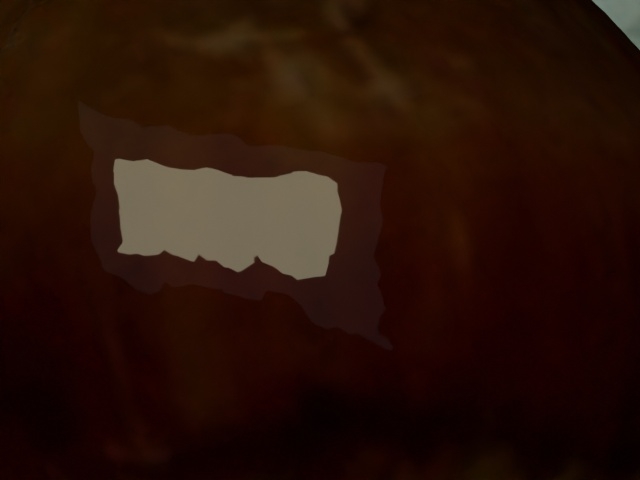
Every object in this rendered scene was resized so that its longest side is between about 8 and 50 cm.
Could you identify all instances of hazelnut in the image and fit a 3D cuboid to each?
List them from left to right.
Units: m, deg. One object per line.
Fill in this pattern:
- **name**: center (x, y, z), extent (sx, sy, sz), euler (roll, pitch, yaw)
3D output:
- **hazelnut**: center (0.000, 0.000, 0.504), extent (0.251, 0.217, 0.217), euler (-2, 61, -24)
